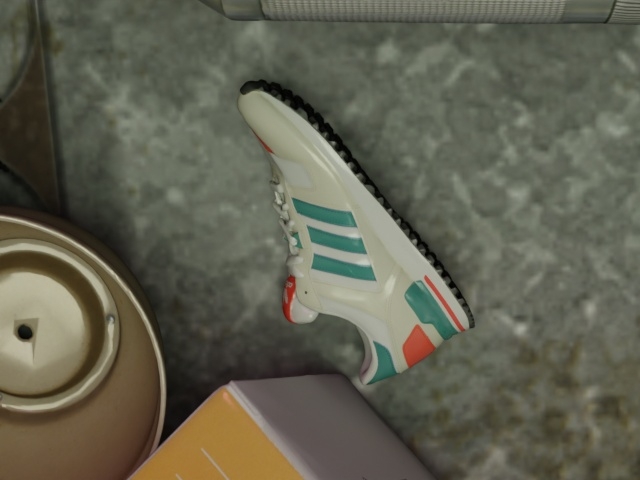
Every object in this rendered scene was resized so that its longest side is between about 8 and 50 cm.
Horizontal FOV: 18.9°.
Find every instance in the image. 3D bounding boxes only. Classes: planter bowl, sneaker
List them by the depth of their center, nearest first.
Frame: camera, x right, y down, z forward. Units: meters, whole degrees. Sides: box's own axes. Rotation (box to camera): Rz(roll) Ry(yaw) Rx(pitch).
[{"bbox_3d":[-0.148,0.054,0.914,0.162,0.109,0.162,0,104,1],"label":"planter bowl"},{"bbox_3d":[0.000,0.000,0.922,0.075,0.057,0.161,-39,102,5],"label":"sneaker"}]

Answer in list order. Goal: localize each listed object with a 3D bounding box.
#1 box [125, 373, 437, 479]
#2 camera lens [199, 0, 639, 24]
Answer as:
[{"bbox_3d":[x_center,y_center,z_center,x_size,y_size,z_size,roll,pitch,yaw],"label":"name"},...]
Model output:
[{"bbox_3d":[-0.064,0.255,0.899,0.345,0.168,0.215,-46,75,12],"label":"box"},{"bbox_3d":[0.066,-0.198,0.787,0.274,0.219,0.219,1,104,2],"label":"camera lens"}]
